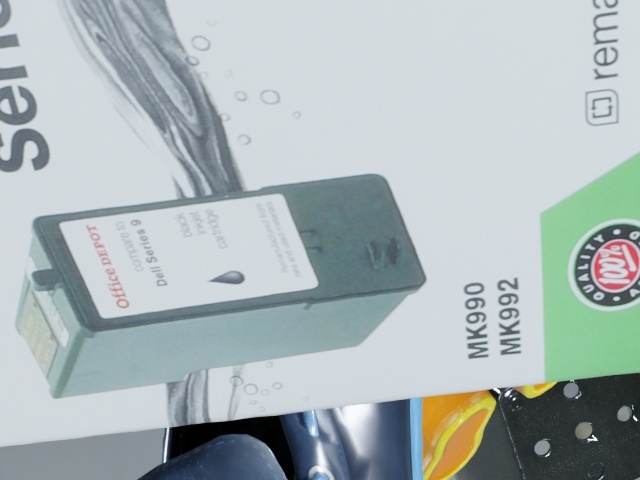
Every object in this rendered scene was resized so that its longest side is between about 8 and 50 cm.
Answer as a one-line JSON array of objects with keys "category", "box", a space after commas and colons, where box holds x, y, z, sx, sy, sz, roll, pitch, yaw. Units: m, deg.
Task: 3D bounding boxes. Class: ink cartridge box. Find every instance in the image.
[{"category": "ink cartridge box", "box": [-0.024, -0.058, 0.440, 0.289, 0.211, 0.121, -8, 37, 2]}]

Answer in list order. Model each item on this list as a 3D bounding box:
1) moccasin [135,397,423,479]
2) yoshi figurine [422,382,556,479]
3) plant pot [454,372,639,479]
[{"category": "moccasin", "box": [-0.034, 0.120, 0.535, 0.117, 0.137, 0.342, 34, 28, -26]}, {"category": "yoshi figurine", "box": [0.006, 0.009, 1.085, 0.362, 0.203, 0.203, 44, 23, 23]}, {"category": "plant pot", "box": [0.208, 0.147, 1.365, 0.188, 0.167, 0.187, -20, 105, -6]}]
